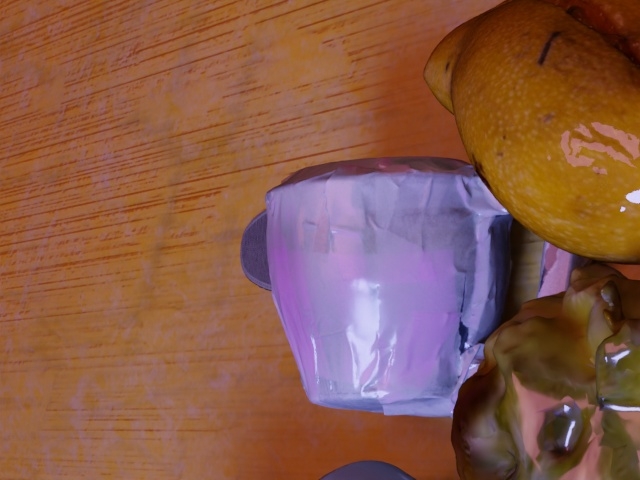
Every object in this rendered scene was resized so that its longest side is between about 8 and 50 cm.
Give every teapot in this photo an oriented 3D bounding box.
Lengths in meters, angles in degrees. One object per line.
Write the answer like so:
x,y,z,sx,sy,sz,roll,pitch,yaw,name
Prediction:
0.076,0.036,1.176,0.163,0.222,0.178,52,-144,-85,teapot

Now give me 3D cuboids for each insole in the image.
-0.001,0.000,1.383,0.232,0.003,0.080,-11,72,53,insole

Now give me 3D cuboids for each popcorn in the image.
0.178,0.114,0.966,0.218,0.169,0.189,32,114,42,popcorn

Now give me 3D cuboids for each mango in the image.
0.162,-0.089,1.038,0.295,0.177,0.120,53,165,53,mango

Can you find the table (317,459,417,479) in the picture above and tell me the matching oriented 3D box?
0.078,0.238,1.102,0.220,0.126,0.126,26,102,55,table
